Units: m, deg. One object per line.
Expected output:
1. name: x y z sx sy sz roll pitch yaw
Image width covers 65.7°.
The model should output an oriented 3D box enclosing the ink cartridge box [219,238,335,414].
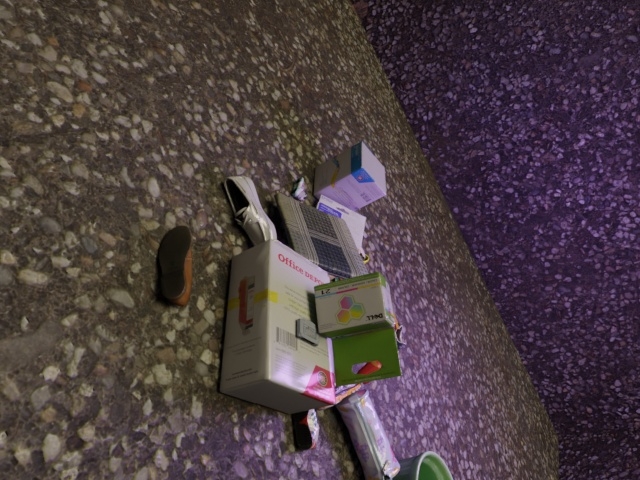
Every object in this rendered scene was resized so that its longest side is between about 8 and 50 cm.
1. ink cartridge box: -0.104 0.233 1.328 0.279 0.160 0.384 37 41 -43

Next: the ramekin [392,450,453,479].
1. ramekin: 0.315 0.843 1.580 0.303 0.148 0.303 37 41 -41

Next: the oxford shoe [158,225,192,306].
1. oxford shoe: -0.340 0.060 1.187 0.076 0.076 0.212 77 7 -56

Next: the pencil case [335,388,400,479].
1. pencil case: 0.143 0.596 1.513 0.124 0.114 0.273 10 58 -81

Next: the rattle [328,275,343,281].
1. rattle: 0.025 0.083 1.778 0.130 0.143 0.199 -66 150 -13

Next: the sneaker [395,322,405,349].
1. sneaker: 0.287 0.340 1.958 0.064 0.086 0.192 24 49 -50

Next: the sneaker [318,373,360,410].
1. sneaker: 0.051 0.443 1.515 0.215 0.084 0.083 -5 64 -60

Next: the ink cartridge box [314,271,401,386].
1. ink cartridge box: 0.096 0.232 1.289 0.097 0.189 0.255 47 33 -58

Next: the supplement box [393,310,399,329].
1. supplement box: 0.160 0.251 1.771 0.194 0.129 0.191 3 68 -58

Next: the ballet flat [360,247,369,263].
1. ballet flat: 0.107 0.029 1.901 0.231 0.077 0.077 40 38 -38

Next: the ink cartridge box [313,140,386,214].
1. ink cartridge box: 0.113 -0.233 1.942 0.171 0.233 0.168 43 35 -34

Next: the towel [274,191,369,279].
1. towel: 0.000 0.000 1.608 0.312 0.056 0.324 20 33 -32

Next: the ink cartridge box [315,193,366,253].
1. ink cartridge box: 0.065 -0.053 1.843 0.206 0.045 0.208 27 44 -11

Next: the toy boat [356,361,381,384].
1. toy boat: 0.116 0.289 1.555 0.318 0.148 0.267 57 -13 -8

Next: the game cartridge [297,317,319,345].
1. game cartridge: -0.032 0.232 1.266 0.083 0.017 0.056 38 44 -43

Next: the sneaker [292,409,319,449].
1. sneaker: -0.037 0.495 1.371 0.075 0.057 0.161 50 28 -57

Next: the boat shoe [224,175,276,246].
1. boat shoe: -0.215 -0.072 1.456 0.084 0.095 0.258 -7 64 -55

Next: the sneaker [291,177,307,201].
1. sneaker: -0.069 -0.179 1.810 0.069 0.038 0.098 49 43 -30
